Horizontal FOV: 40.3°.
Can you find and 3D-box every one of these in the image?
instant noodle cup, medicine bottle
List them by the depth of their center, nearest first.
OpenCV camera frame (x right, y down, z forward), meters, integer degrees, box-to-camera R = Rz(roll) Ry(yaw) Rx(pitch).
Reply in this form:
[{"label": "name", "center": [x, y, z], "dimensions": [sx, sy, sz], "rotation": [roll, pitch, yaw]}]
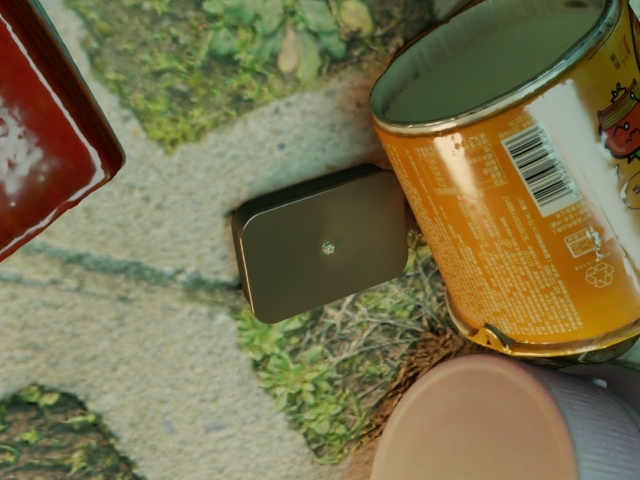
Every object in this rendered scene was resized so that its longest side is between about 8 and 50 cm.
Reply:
[{"label": "instant noodle cup", "center": [0.142, -0.058, 0.566], "dimensions": [0.216, 0.216, 0.172], "rotation": [-39, 118, -7]}, {"label": "medicine bottle", "center": [0.226, 0.227, 0.718], "dimensions": [0.325, 0.256, 0.256], "rotation": [22, 102, -34]}]

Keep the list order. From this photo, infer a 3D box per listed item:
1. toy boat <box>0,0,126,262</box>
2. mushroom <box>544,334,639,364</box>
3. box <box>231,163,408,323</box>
[{"label": "toy boat", "center": [-0.227, -0.132, 0.367], "dimensions": [0.145, 0.133, 0.332], "rotation": [-37, 116, -2]}, {"label": "mushroom", "center": [0.189, 0.039, 0.685], "dimensions": [0.170, 0.135, 0.080], "rotation": [-34, 149, -48]}, {"label": "box", "center": [0.000, 0.000, 0.614], "dimensions": [0.126, 0.031, 0.091], "rotation": [-20, 123, -19]}]
